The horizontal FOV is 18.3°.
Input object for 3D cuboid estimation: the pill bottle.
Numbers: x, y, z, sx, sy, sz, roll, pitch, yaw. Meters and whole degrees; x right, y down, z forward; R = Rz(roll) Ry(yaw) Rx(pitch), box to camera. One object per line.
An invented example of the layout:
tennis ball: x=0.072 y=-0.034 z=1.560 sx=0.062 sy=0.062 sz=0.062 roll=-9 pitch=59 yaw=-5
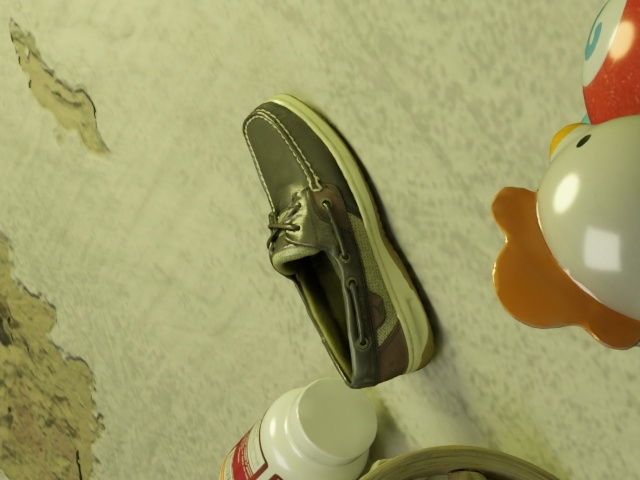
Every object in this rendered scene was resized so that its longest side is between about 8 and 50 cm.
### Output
pill bottle: x=-0.015 y=0.164 z=1.512 sx=0.086 sy=0.086 sz=0.152 roll=58 pitch=146 yaw=13

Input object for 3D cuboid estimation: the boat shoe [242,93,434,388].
boat shoe: x=0.000 y=0.001 z=1.402 sx=0.223 sy=0.073 sz=0.080 roll=61 pitch=147 yaw=8

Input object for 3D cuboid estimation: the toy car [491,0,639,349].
toy car: x=0.168 y=-0.032 z=0.990 sx=0.210 sy=0.238 sz=0.219 roll=53 pitch=144 yaw=21

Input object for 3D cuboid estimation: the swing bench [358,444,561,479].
swing bench: x=0.087 y=0.286 z=1.378 sx=0.254 sy=0.165 sz=0.253 roll=64 pitch=148 yaw=14
